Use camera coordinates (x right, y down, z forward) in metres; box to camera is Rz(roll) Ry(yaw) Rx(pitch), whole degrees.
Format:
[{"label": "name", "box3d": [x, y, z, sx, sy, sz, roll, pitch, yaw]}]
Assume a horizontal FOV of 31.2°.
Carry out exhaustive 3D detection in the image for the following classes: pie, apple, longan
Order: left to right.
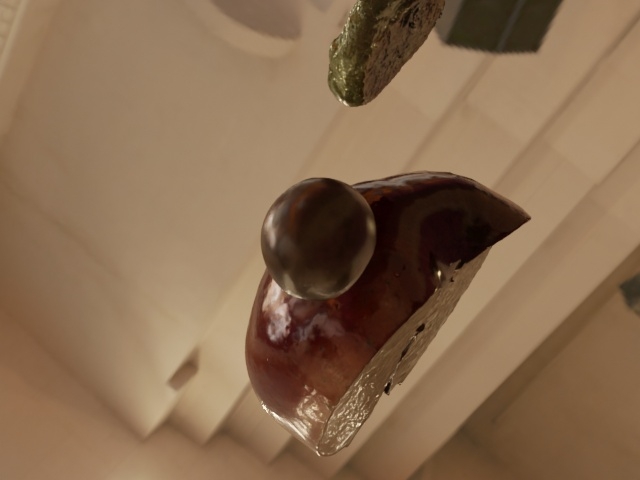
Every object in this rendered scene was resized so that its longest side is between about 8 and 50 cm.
[{"label": "longan", "box3d": [0.000, 0.000, 0.950, 0.092, 0.113, 0.113, 5, -146, 23]}, {"label": "apple", "box3d": [0.071, 0.087, 1.305, 0.329, 0.365, 0.295, 0, -124, -16]}, {"label": "pie", "box3d": [0.071, -0.212, 1.130, 0.041, 0.187, 0.187, 36, -141, 15]}]
